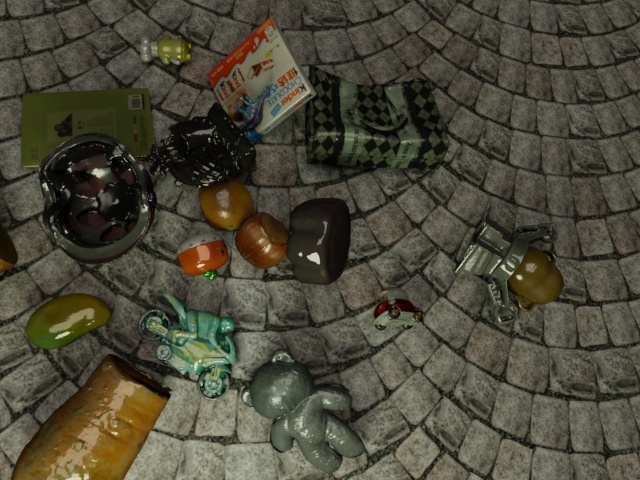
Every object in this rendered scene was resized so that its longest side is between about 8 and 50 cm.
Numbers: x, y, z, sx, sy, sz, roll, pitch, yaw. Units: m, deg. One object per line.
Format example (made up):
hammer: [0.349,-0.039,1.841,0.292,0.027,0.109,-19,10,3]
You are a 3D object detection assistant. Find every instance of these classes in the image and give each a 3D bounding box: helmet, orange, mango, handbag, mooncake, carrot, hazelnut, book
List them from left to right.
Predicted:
mango: [-0.641,0.198,1.162,0.191,0.085,0.122,-28,70,-25]
book: [-0.668,-0.332,1.325,0.353,0.035,0.238,-7,74,-10]
carrot: [-0.512,0.448,1.036,0.224,0.224,0.340,34,69,2]
helmet: [-0.556,-0.098,1.194,0.271,0.197,0.337,-21,86,-5]
orange: [-0.272,-0.113,1.292,0.170,0.112,0.159,14,73,7]
hazelnut: [-0.160,0.004,1.260,0.151,0.150,0.150,2,74,-8]
mooncake: [0.000,0.000,1.235,0.134,0.245,0.244,3,73,15]
handbag: [0.159,-0.378,1.402,0.417,0.180,0.316,2,62,-7]

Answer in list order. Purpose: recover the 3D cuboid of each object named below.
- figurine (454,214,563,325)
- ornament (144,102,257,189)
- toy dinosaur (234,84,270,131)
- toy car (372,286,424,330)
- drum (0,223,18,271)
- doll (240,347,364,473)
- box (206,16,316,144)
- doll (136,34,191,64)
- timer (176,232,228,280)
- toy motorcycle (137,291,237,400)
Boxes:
figurine: [0.566,0.077,1.334,0.285,0.167,0.342,30,93,9]
ornament: [-0.338,-0.234,1.260,0.261,0.106,0.251,-35,68,-17]
toy dinosaur: [-0.203,-0.367,1.312,0.080,0.197,0.045,40,29,4]
toy car: [0.214,0.186,1.289,0.139,0.112,0.112,6,58,-17]
drum: [-0.910,-0.053,1.011,0.214,0.431,0.431,-36,83,-19]
doll: [-0.042,0.434,1.172,0.340,0.158,0.246,43,104,-11]
box: [-0.181,-0.460,1.349,0.274,0.048,0.264,-32,79,23]
doll: [-0.481,-0.587,1.410,0.163,0.062,0.105,1,70,-9]
timer: [-0.313,0.049,1.239,0.136,0.099,0.136,-1,75,4]
toy motorcycle: [-0.320,0.256,1.180,0.297,0.109,0.198,38,70,2]
